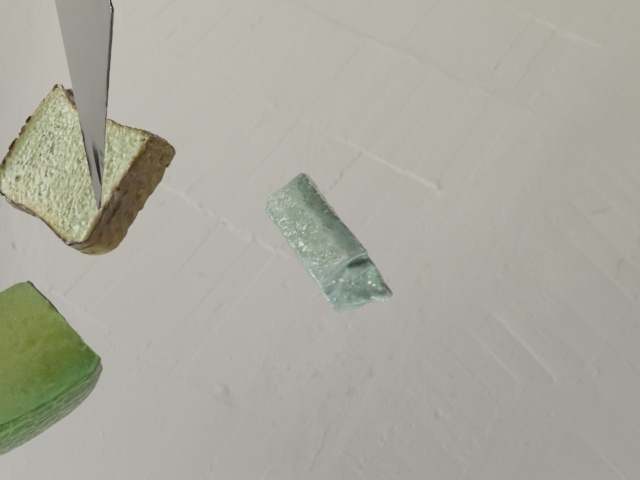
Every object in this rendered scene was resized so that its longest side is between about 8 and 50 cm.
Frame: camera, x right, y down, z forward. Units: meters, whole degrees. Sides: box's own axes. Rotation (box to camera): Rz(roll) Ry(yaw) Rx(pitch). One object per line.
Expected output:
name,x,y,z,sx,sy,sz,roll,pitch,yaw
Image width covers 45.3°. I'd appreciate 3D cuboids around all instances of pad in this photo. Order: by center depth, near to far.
pad,-0.207,-0.241,0.622,0.007,0.247,0.367,-9,-114,-22

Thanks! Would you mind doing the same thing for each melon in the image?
melon,-0.458,0.169,0.839,0.344,0.331,0.226,-30,-66,-36

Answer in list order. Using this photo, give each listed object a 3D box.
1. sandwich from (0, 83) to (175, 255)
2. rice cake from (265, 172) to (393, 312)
sandwich,-0.314,-0.093,1.005,0.215,0.065,0.186,26,-97,30
rice cake,0.000,0.000,0.824,0.069,0.063,0.206,-34,-141,2
